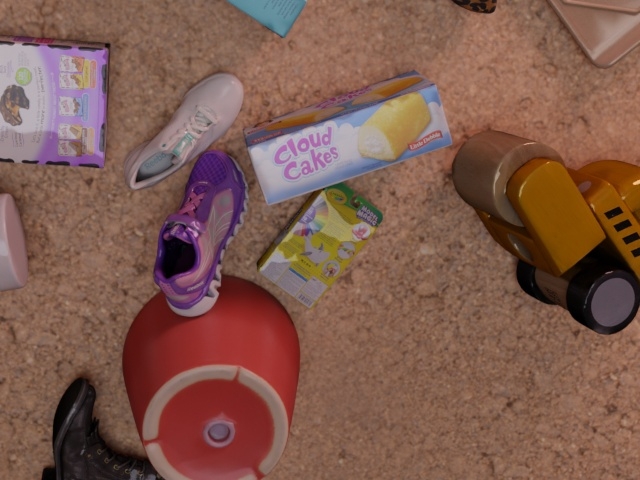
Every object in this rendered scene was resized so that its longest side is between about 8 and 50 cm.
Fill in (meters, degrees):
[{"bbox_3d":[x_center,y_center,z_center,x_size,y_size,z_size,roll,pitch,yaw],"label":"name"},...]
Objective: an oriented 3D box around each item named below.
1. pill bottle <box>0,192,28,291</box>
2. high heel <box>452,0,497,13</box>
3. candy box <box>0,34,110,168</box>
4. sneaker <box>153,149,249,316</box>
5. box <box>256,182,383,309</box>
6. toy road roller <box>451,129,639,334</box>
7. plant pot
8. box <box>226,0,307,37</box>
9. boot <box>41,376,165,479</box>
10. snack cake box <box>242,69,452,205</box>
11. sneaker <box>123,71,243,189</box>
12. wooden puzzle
[{"bbox_3d":[-0.548,0.021,1.536,0.278,0.162,0.162,-9,108,-4],"label":"pill bottle"},{"bbox_3d":[0.253,-0.441,1.534,0.261,0.093,0.186,-39,115,8],"label":"high heel"},{"bbox_3d":[-0.387,-0.189,1.538,0.196,0.070,0.165,3,107,-9],"label":"candy box"},{"bbox_3d":[-0.171,-0.020,1.557,0.095,0.104,0.237,6,73,25],"label":"sneaker"},{"bbox_3d":[0.000,0.000,1.659,0.105,0.043,0.179,37,102,-16],"label":"box"},{"bbox_3d":[0.368,-0.052,1.612,0.240,0.202,0.329,-41,113,-6],"label":"toy road roller"},{"bbox_3d":[-0.150,0.216,1.603,0.274,0.243,0.275,-2,108,-7],"label":"plant pot"},{"bbox_3d":[-0.137,-0.361,1.498,0.244,0.100,0.060,31,101,-15],"label":"box"},{"bbox_3d":[-0.295,0.337,1.716,0.228,0.091,0.263,11,110,-16],"label":"boot"},{"bbox_3d":[0.032,-0.143,1.560,0.264,0.152,0.089,-19,108,-1],"label":"snack cake box"},{"bbox_3d":[-0.185,-0.142,1.565,0.212,0.094,0.080,-44,106,7],"label":"sneaker"},{"bbox_3d":[0.408,-0.396,1.588,0.221,0.044,0.239,-39,103,6],"label":"wooden puzzle"}]
